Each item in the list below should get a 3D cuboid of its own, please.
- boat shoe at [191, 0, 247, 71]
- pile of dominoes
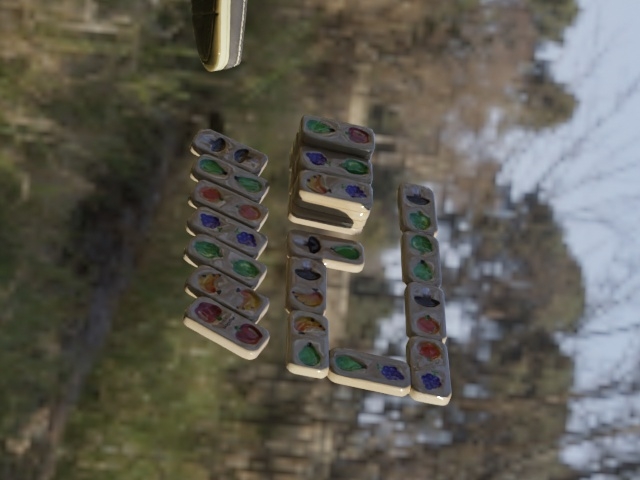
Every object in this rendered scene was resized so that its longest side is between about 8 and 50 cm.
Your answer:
[{"bbox_3d":[-0.075,-0.266,1.609,0.080,0.073,0.223,170,-80,-65],"label":"boat shoe"},{"bbox_3d":[0.000,0.000,1.271,0.251,0.196,0.040,-91,-163,-50],"label":"pile of dominoes"}]
